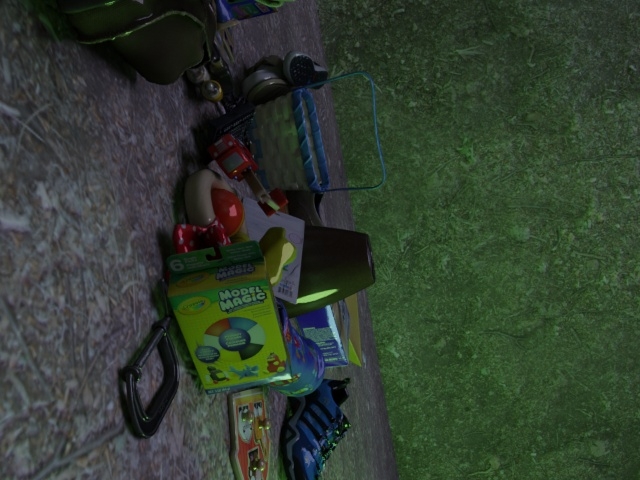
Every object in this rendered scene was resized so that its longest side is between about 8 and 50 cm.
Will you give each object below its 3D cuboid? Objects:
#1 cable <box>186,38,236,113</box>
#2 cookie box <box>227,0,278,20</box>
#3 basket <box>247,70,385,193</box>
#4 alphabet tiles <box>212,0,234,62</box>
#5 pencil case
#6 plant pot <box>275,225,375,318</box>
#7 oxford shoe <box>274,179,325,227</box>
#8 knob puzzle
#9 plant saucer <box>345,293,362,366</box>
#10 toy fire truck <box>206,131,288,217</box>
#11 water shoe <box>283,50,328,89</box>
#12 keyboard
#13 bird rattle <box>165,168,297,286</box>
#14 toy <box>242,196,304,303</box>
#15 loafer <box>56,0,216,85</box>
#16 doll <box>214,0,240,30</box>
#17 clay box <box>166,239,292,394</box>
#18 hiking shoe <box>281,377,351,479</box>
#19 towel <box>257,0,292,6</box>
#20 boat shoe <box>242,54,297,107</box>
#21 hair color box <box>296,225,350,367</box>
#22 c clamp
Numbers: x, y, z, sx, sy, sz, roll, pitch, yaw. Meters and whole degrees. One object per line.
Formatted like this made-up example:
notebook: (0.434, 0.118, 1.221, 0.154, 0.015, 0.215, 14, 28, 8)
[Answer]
cable: (-0.196, -0.282, 1.088, 0.287, 0.072, 0.139, 94, -28, -79)
cookie box: (-0.155, -0.526, 1.303, 0.092, 0.107, 0.040, -1, 82, -80)
basket: (-0.011, -0.227, 1.313, 0.201, 0.289, 0.254, -40, 124, -73)
alphabet tiles: (-0.226, -0.506, 1.068, 0.342, 0.011, 0.285, 64, 14, -53)
pencil case: (-0.080, 0.189, 1.046, 0.306, 0.119, 0.133, 62, 11, -62)
plant pot: (-0.004, 0.056, 1.274, 0.215, 0.230, 0.215, -9, 90, -80)
oxford shoe: (-0.050, -0.165, 1.498, 0.130, 0.133, 0.363, 44, 38, -73)
knob puzzle: (-0.107, 0.350, 1.002, 0.213, 0.030, 0.213, -9, 90, -81)
plant saucer: (0.061, 0.208, 1.953, 0.332, 0.081, 0.332, 69, 15, -53)
toy fire truck: (-0.117, -0.105, 0.989, 0.135, 0.047, 0.192, 53, 3, -1)
water shoe: (-0.054, -0.393, 1.354, 0.073, 0.080, 0.203, -58, 164, 12)
keyboard: (-0.156, -0.204, 1.053, 0.180, 0.023, 0.108, -59, 166, -62)
bird rattle: (-0.159, -0.010, 0.905, 0.253, 0.143, 0.206, 17, 51, -65)
toy: (-0.107, 0.026, 1.138, 0.056, 0.137, 0.237, -57, -161, 33)
loafer: (-0.195, -0.266, 0.750, 0.366, 0.134, 0.130, -70, 149, -70)
doll: (-0.191, -0.465, 1.025, 0.129, 0.046, 0.189, -86, 160, -68)
clay box: (-0.120, 0.108, 0.796, 0.053, 0.127, 0.222, -102, -179, -53)
hiking shoe: (-0.004, 0.402, 1.241, 0.304, 0.132, 0.113, -86, 164, -52)
towel: (-0.157, -0.326, 0.637, 0.324, 0.312, 0.056, -84, -162, -66)
boat shoe: (-0.125, -0.373, 1.392, 0.103, 0.113, 0.302, 59, 14, -3)
hair color box: (-0.004, 0.153, 1.558, 0.185, 0.110, 0.338, -84, 161, -53)
c clamp: (-0.199, 0.144, 0.699, 0.160, 0.022, 0.137, -83, 166, -63)
